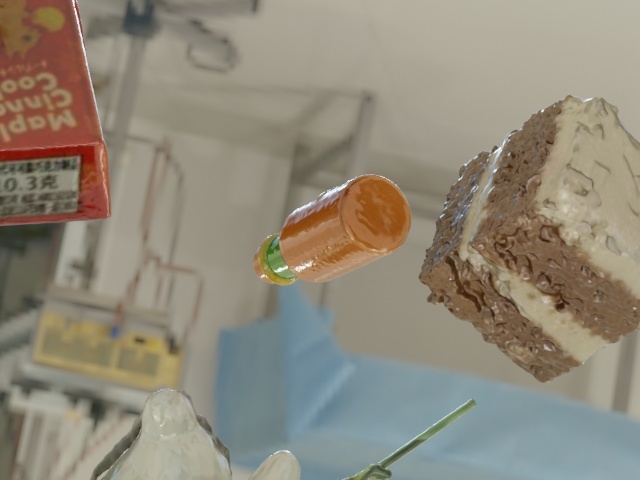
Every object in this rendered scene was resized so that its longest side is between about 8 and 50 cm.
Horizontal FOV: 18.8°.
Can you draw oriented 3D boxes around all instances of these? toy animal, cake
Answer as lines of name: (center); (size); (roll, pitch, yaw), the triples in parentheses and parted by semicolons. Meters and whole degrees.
toy animal: (-0.123, 0.291, 1.615); (0.174, 0.289, 0.249); (25, 141, -28)
cake: (0.168, -0.003, 1.319); (0.135, 0.134, 0.147); (38, 140, -19)

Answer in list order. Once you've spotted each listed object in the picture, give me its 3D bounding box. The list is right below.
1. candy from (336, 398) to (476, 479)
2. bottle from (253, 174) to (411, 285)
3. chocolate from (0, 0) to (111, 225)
candy: (0.042, 0.179, 1.507); (0.060, 0.201, 0.060); (50, 162, 23)
bottle: (0.000, 0.000, 1.582); (0.069, 0.069, 0.187); (18, 158, -26)
chocolate: (-0.318, -0.129, 1.766); (0.237, 0.235, 0.108); (-3, 145, -18)
